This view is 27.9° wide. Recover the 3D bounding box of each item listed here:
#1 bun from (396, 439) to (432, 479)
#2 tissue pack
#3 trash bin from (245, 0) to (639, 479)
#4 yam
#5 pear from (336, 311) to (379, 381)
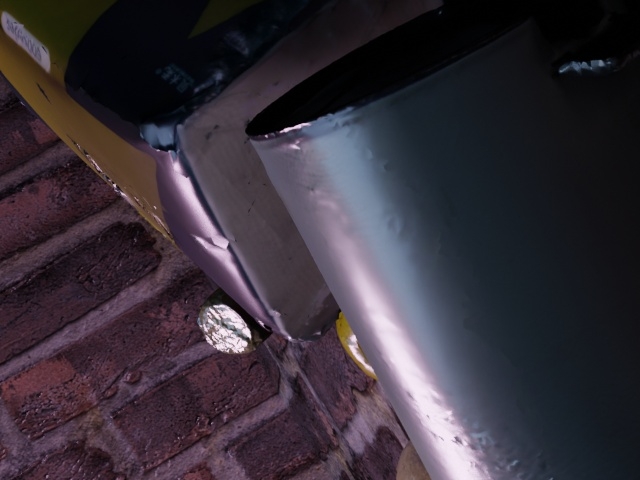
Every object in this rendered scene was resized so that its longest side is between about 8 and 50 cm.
[{"bbox_3d":[0.149,0.318,1.565,0.166,0.113,0.173,32,152,48],"label":"bun"},{"bbox_3d":[-0.090,-0.155,0.992,0.416,0.253,0.264,38,166,39],"label":"tissue pack"},{"bbox_3d":[0.111,0.003,0.730,0.277,0.217,0.262,-12,110,52],"label":"trash bin"},{"bbox_3d":[0.000,0.000,1.088,0.061,0.274,0.061,23,135,25],"label":"yam"},{"bbox_3d":[0.094,0.046,1.074,0.149,0.162,0.149,35,149,24],"label":"pear"}]
